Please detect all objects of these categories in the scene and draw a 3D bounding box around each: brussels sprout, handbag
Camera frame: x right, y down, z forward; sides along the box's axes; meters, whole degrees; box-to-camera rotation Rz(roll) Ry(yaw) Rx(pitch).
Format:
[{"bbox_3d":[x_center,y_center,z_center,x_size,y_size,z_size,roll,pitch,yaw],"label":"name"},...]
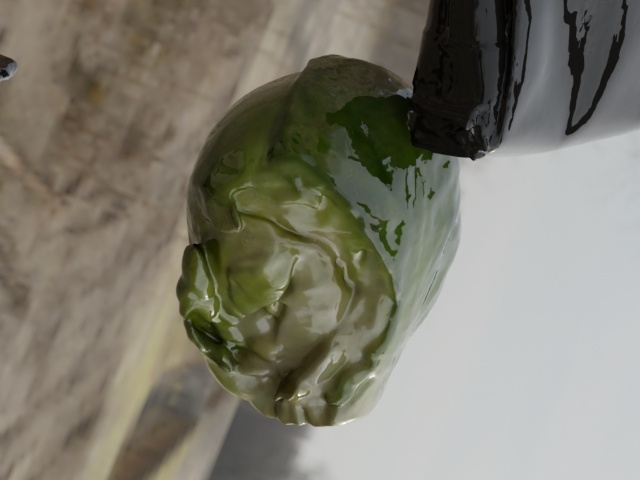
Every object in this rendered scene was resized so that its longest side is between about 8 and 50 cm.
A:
[{"bbox_3d":[0.002,-0.005,0.944,0.145,0.131,0.183,-69,162,-49],"label":"brussels sprout"},{"bbox_3d":[0.130,-0.159,0.932,0.247,0.080,0.223,-14,118,-49],"label":"handbag"}]

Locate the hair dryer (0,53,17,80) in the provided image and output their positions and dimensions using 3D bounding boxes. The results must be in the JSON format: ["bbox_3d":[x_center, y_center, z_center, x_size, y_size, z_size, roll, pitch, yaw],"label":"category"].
[{"bbox_3d":[-0.269,-0.080,0.804,0.248,0.195,0.078,-42,151,-64],"label":"hair dryer"}]
